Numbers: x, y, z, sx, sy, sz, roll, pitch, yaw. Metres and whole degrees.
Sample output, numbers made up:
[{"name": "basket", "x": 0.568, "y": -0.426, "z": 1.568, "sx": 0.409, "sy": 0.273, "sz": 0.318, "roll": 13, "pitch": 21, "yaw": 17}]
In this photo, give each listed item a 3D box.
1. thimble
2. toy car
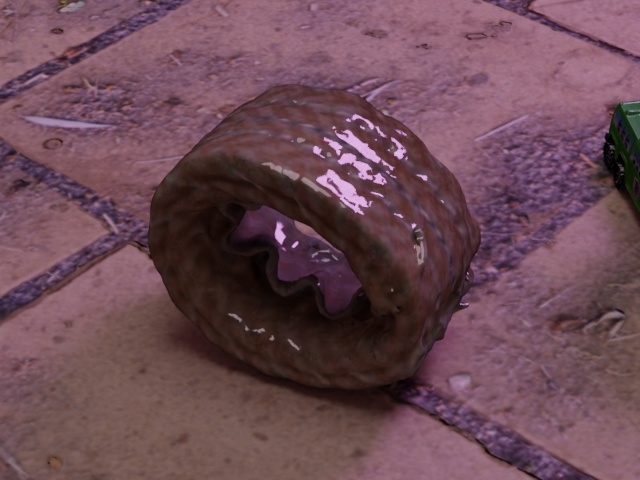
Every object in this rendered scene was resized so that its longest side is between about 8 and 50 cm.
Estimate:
[{"name": "thimble", "x": -0.004, "y": -0.006, "z": 1.338, "sx": 0.229, "sy": 0.196, "sz": 0.148, "roll": 15, "pitch": 39, "yaw": 20}, {"name": "toy car", "x": 0.296, "y": -0.058, "z": 1.516, "sx": 0.071, "sy": 0.062, "sz": 0.165, "roll": -5, "pitch": 38, "yaw": -7}]
